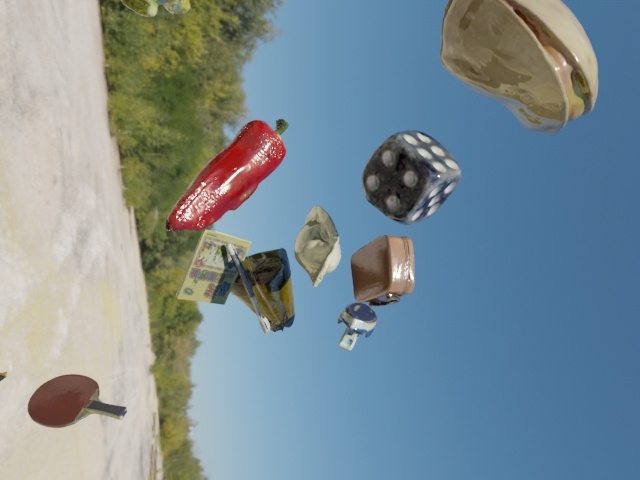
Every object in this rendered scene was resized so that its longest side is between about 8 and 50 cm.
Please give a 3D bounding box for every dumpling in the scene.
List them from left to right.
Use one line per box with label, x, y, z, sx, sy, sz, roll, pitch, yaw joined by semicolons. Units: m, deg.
dumpling;0.000;0.000;1.438;0.179;0.132;0.251;119;-25;-51

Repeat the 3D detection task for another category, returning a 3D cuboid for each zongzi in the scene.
zongzi;-0.234;0.172;1.555;0.145;0.300;0.273;-118;-159;-62

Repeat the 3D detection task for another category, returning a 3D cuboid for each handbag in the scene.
handbag;0.144;0.076;1.169;0.193;0.072;0.151;142;-52;-59

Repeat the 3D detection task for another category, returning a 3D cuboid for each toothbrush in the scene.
toothbrush;-0.191;0.131;1.345;0.026;0.024;0.287;-59;135;-56

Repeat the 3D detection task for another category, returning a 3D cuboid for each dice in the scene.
dice;0.229;-0.160;1.269;0.182;0.182;0.183;48;-52;21

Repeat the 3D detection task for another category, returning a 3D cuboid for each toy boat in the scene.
toy boat;0.106;0.267;1.543;0.115;0.114;0.262;-66;170;10

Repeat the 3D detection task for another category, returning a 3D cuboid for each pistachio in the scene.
pistachio;0.478;-0.455;1.232;0.445;0.281;0.365;50;7;5

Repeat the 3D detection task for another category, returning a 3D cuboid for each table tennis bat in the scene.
table tennis bat;-0.379;0.255;0.783;0.095;0.158;0.014;-67;162;-53

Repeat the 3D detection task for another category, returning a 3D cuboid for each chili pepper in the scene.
chili pepper;-0.167;-0.141;0.993;0.110;0.387;0.110;28;-32;19

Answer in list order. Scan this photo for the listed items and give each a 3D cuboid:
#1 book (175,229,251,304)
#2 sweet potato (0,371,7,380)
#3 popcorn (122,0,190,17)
book;-0.277;0.073;1.314;0.013;0.168;0.192;26;-86;38
sweet potato;-0.697;0.246;0.955;0.055;0.203;0.058;-49;145;-63
popcorn;-0.425;-0.689;1.178;0.335;0.279;0.274;-23;-110;60
